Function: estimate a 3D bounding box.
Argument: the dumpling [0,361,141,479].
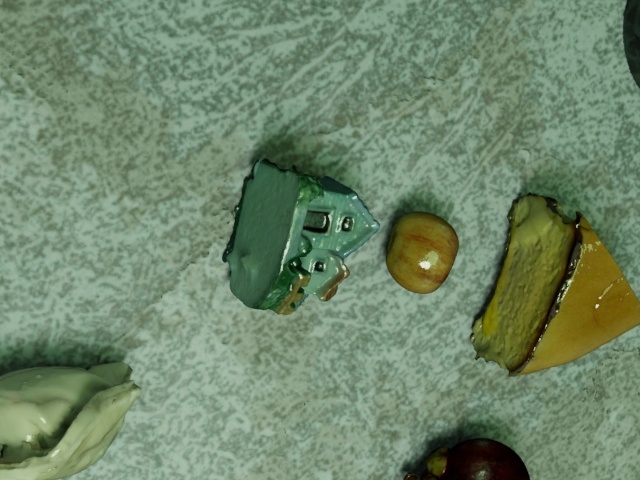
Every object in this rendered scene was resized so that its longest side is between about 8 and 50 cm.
[{"bbox_3d":[-0.251,0.169,1.120,0.199,0.136,0.118,-32,105,-24],"label":"dumpling"}]

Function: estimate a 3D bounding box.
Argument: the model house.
[{"bbox_3d":[0.000,0.000,1.198,0.148,0.119,0.148,6,100,-31],"label":"model house"}]

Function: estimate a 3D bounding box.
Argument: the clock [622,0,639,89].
[{"bbox_3d":[0.437,-0.241,1.352,0.214,0.042,0.215,-5,104,-21],"label":"clock"}]

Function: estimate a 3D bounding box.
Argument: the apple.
[{"bbox_3d":[0.103,0.011,1.256,0.071,0.084,0.084,23,93,2],"label":"apple"}]

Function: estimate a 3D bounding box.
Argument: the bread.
[{"bbox_3d":[0.233,0.043,1.287,0.169,0.140,0.160,-26,116,-14],"label":"bread"}]

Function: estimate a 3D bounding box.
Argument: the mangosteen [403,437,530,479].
[{"bbox_3d":[0.158,0.277,1.323,0.140,0.140,0.140,-5,104,-21],"label":"mangosteen"}]
